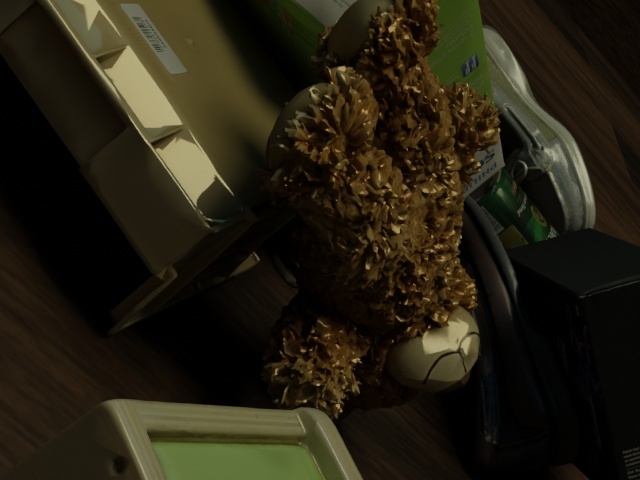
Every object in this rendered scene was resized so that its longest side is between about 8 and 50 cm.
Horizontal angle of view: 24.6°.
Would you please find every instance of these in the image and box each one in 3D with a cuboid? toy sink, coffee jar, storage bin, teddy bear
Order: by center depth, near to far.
[{"bbox_3d":[-0.040,0.171,0.697,0.234,0.131,0.153,17,41,-58],"label":"toy sink"},{"bbox_3d":[0.044,-0.003,0.927,0.245,0.113,0.338,-53,150,-51],"label":"teddy bear"},{"bbox_3d":[-0.126,-0.096,0.965,0.262,0.123,0.260,55,21,3],"label":"storage bin"},{"bbox_3d":[0.223,0.014,1.595,0.184,0.079,0.096,49,21,-11],"label":"coffee jar"}]

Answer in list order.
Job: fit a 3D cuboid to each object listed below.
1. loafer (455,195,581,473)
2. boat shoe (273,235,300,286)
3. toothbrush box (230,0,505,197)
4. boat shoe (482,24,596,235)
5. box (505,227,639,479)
[{"bbox_3d":[0.131,0.073,1.284,0.109,0.095,0.303,86,-14,-48],"label":"loafer"},{"bbox_3d":[0.001,0.001,1.194,0.049,0.042,0.133,50,19,0],"label":"boat shoe"},{"bbox_3d":[0.020,-0.156,1.124,0.206,0.122,0.283,45,-13,30],"label":"toothbrush box"},{"bbox_3d":[0.233,-0.126,1.828,0.320,0.103,0.118,63,-22,18],"label":"boat shoe"},{"bbox_3d":[0.246,0.101,1.262,0.261,0.103,0.184,-137,-144,-80],"label":"box"}]
